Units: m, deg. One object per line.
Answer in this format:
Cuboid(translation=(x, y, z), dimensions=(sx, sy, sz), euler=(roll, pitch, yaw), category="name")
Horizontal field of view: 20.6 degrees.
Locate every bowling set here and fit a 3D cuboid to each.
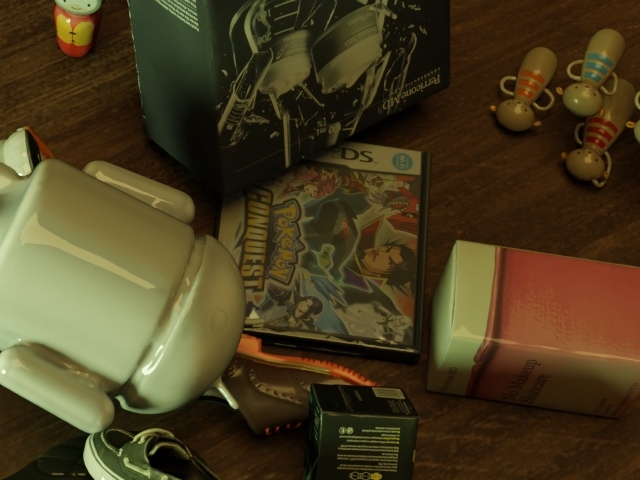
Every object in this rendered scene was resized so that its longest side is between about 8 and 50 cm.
Cuboid(translation=(0.354, -0.166, 2.113), dimensions=(0.287, 0.200, 0.154), euler=(24, 60, 9), category="bowling set")

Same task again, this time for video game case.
Cuboid(translation=(0.000, 0.000, 2.043), dimensions=(0.248, 0.035, 0.275), euler=(8, 59, -5), category="video game case")

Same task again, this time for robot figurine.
Cuboid(translation=(-0.225, 0.049, 1.796), dimensions=(0.353, 0.200, 0.300), euler=(28, 57, -11), category="robot figurine")

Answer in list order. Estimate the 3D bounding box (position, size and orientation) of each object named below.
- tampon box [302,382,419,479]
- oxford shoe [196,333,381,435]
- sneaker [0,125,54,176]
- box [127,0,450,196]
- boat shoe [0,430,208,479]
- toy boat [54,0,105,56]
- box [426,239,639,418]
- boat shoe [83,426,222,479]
Cuboid(translation=(0.038, 0.241, 1.820), dimensions=(0.101, 0.120, 0.161), euler=(4, 100, -7), category="tampon box")
Cuboid(translation=(-0.030, 0.175, 1.917), dimensions=(0.271, 0.097, 0.098), euler=(17, 76, 8), category="oxford shoe")
Cuboid(translation=(-0.347, 0.011, 1.958), dimensions=(0.121, 0.099, 0.262), euler=(-15, 70, 13), category="sneaker")
Cuboid(translation=(-0.032, -0.274, 2.000), dimensions=(0.343, 0.312, 0.179), euler=(-28, 46, -26), category="box")
Cuboid(translation=(-0.262, 0.289, 1.786), dimensions=(0.324, 0.120, 0.122), euler=(-15, 38, -38), category="boat shoe")
Cuboid(translation=(-0.186, -0.332, 2.136), dimensions=(0.318, 0.148, 0.267), euler=(-31, 70, -24), category="toy boat")
Cuboid(translation=(0.245, 0.101, 1.961), dimensions=(0.232, 0.148, 0.127), euler=(8, 60, -4), category="box")
Cuboid(translation=(-0.155, 0.223, 1.724), dimensions=(0.078, 0.070, 0.219), euler=(-7, 24, -41), category="boat shoe")
